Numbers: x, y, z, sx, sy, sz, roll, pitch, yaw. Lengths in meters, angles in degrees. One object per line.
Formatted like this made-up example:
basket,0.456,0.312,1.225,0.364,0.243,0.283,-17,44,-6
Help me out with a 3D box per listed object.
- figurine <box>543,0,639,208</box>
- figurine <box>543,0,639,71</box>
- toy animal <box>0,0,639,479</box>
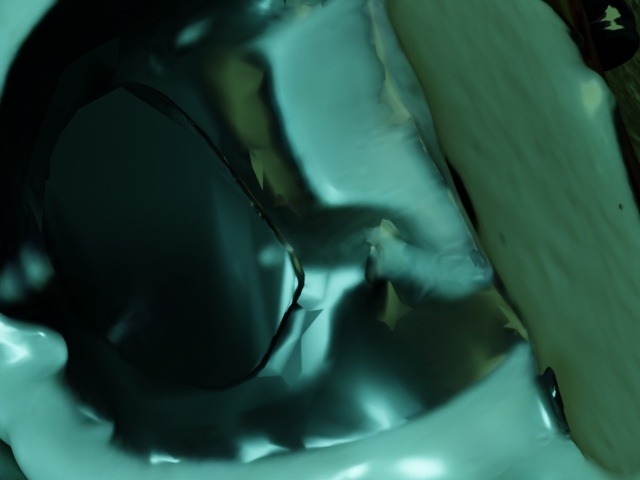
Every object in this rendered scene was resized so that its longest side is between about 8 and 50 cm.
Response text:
figurine,0.094,-0.016,0.815,0.082,0.098,0.154,-95,163,-57
figurine,0.053,-0.239,1.010,0.185,0.205,0.332,34,52,-64
toy animal,0.000,0.000,0.543,0.204,0.156,0.208,9,58,-60
